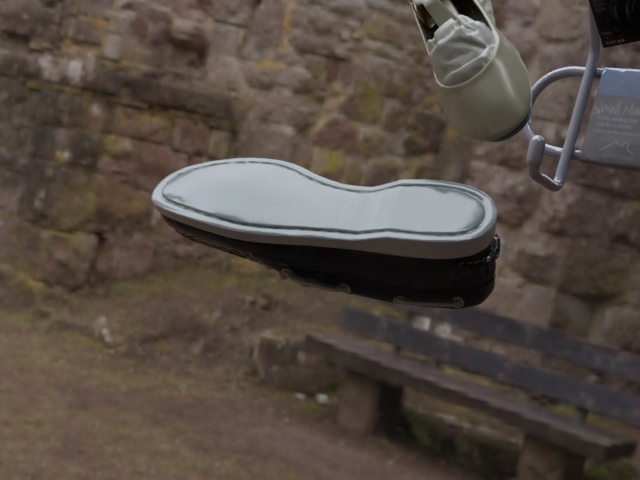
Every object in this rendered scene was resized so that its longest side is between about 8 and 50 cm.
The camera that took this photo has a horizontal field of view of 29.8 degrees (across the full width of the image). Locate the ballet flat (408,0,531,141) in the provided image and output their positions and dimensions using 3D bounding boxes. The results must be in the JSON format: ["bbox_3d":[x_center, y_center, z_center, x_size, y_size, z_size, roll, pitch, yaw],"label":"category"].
[{"bbox_3d":[0.123,-0.177,1.077,0.086,0.086,0.248,11,33,-15],"label":"ballet flat"}]

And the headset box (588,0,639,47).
[{"bbox_3d":[0.274,-0.220,1.074,0.062,0.083,0.032,-4,27,42],"label":"headset box"}]

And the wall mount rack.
[{"bbox_3d":[0.364,-0.189,1.279,0.350,0.304,0.130,11,-8,34],"label":"wall mount rack"}]

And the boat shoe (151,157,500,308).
[{"bbox_3d":[0.000,0.000,1.019,0.302,0.091,0.114,11,41,22],"label":"boat shoe"}]
